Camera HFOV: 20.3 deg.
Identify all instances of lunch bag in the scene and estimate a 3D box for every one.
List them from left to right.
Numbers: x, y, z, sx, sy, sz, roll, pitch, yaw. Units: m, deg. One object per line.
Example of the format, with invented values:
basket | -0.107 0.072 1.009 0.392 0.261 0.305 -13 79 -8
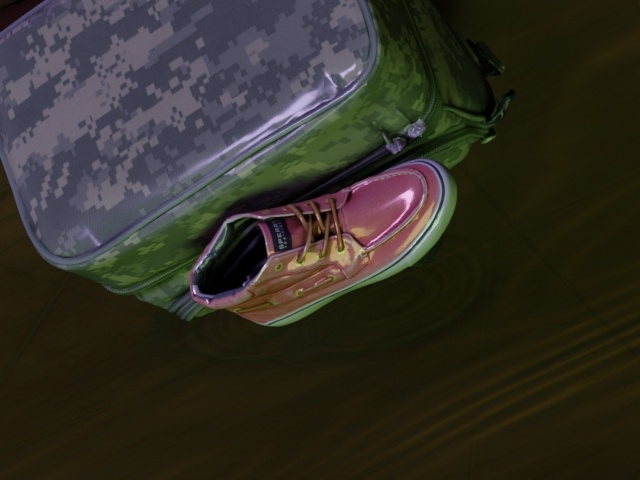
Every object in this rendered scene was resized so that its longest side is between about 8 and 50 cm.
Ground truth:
lunch bag | -0.041 -0.087 1.266 0.305 0.212 0.256 -32 154 16

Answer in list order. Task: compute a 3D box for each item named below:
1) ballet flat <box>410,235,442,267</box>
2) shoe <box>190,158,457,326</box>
ballet flat | 0.043 -0.020 1.498 0.173 0.049 0.057 24 97 -45
shoe | 0.000 0.000 1.149 0.178 0.063 0.081 -32 154 27
